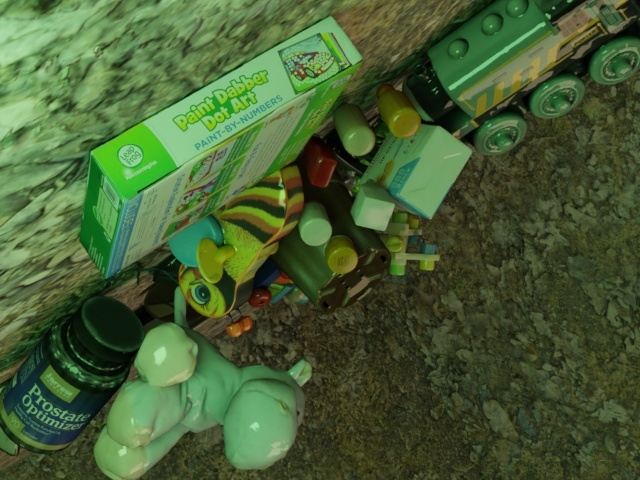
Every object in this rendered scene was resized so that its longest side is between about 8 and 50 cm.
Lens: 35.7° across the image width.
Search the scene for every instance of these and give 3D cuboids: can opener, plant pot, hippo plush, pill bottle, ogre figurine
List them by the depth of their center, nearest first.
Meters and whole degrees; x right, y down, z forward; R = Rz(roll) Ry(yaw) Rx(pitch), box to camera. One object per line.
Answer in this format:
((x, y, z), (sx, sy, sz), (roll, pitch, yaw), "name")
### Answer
((-0.148, 0.234, 1.325), (0.294, 0.236, 0.234), (-101, -143, -83), "hippo plush")
((-0.331, 0.177, 1.331), (0.219, 0.123, 0.123), (-48, 170, 27), "pill bottle")
((0.000, 0.000, 1.369), (0.167, 0.165, 0.167), (-29, 152, -17), "plant pot")
((0.073, -0.106, 1.424), (0.059, 0.073, 0.186), (-50, 140, 5), "can opener")
((0.083, -0.122, 1.577), (0.118, 0.097, 0.197), (-47, -174, 2), "ogre figurine")

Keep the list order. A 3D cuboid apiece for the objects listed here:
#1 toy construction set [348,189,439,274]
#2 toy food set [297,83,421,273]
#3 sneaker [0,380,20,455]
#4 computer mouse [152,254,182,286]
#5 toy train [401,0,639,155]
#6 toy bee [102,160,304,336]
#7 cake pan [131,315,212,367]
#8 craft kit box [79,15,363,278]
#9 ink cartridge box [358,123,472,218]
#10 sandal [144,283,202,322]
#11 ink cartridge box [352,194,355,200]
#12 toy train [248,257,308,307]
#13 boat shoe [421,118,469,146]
((0.059, -0.008, 1.857), (0.215, 0.151, 0.328), (8, 170, 36), "toy construction set")
((0.032, -0.084, 1.238), (0.104, 0.111, 0.232), (-108, -147, -59), "toy food set")
((-0.397, 0.227, 1.539), (0.271, 0.108, 0.100), (-36, 174, -18), "sneaker")
((-0.122, -0.007, 1.448), (0.262, 0.060, 0.184), (-35, 176, -17), "computer mouse")
((0.262, -0.242, 1.270), (0.334, 0.142, 0.190), (-32, 143, 22), "toy train")
((-0.112, 0.026, 1.239), (0.195, 0.162, 0.298), (-34, 176, -44), "toy bee")
((-0.263, 0.146, 1.821), (0.293, 0.054, 0.293), (-31, -178, 1), "cake pan")
((-0.101, -0.078, 0.918), (0.247, 0.061, 0.250), (-31, 174, -22), "craft kit box")
((0.115, -0.097, 1.318), (0.104, 0.061, 0.181), (-58, -161, -2), "ink cartridge box")
((-0.183, 0.050, 1.586), (0.219, 0.090, 0.060), (-43, -163, 5), "sandal")
((0.090, -0.088, 2.045), (0.175, 0.072, 0.127), (-37, -179, 4), "ink cartridge box")
((-0.022, 0.023, 1.711), (0.143, 0.105, 0.248), (16, 133, -43), "toy train")
((0.207, -0.204, 1.515), (0.257, 0.095, 0.095), (-58, 177, -21), "boat shoe")
